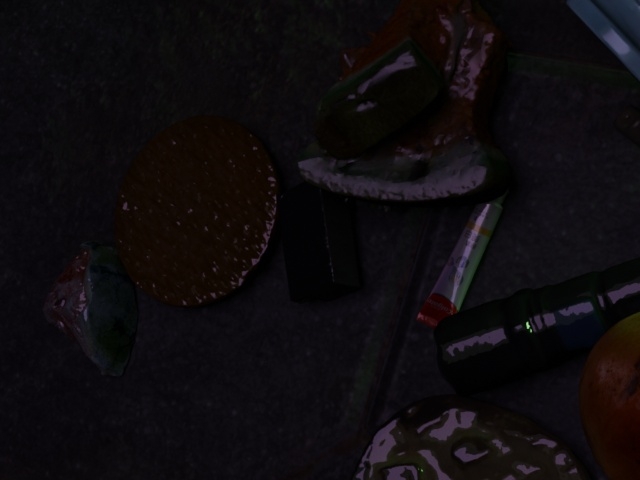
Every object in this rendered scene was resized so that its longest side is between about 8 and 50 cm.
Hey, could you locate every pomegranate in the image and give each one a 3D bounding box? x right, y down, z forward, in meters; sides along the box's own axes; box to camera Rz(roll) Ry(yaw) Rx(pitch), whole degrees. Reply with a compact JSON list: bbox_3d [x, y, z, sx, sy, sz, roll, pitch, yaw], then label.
[{"bbox_3d":[0.366,0.174,1.484,0.209,0.209,0.209,-8,74,28],"label":"pomegranate"}]

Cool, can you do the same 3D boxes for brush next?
[{"bbox_3d":[0.399,-0.087,1.629,0.034,0.027,0.190,-48,52,6],"label":"brush"}]

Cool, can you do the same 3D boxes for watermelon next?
[{"bbox_3d":[-0.321,0.094,1.966,0.139,0.071,0.187,-15,71,30],"label":"watermelon"}]

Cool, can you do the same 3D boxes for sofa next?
[{"bbox_3d":[0.000,0.000,1.819,0.085,0.060,0.147,-26,65,40],"label":"sofa"}]

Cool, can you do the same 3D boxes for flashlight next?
[{"bbox_3d":[0.323,0.064,1.590,0.424,0.103,0.103,-22,68,22],"label":"flashlight"}]

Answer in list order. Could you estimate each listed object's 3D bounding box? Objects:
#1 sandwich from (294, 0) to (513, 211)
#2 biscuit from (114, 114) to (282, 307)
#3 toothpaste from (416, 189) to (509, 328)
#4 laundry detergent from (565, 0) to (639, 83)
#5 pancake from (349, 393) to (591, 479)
[{"bbox_3d":[0.115,-0.186,1.711,0.251,0.162,0.301,12,76,24],"label":"sandwich"},{"bbox_3d":[-0.159,-0.037,1.922,0.262,0.037,0.261,-8,74,27],"label":"biscuit"},{"bbox_3d":[0.172,0.017,1.727,0.048,0.031,0.190,27,94,26],"label":"toothpaste"},{"bbox_3d":[0.425,-0.288,1.510,0.305,0.287,0.287,-44,61,13],"label":"laundry detergent"},{"bbox_3d":[0.161,0.312,1.647,0.295,0.049,0.294,-6,75,25],"label":"pancake"}]
